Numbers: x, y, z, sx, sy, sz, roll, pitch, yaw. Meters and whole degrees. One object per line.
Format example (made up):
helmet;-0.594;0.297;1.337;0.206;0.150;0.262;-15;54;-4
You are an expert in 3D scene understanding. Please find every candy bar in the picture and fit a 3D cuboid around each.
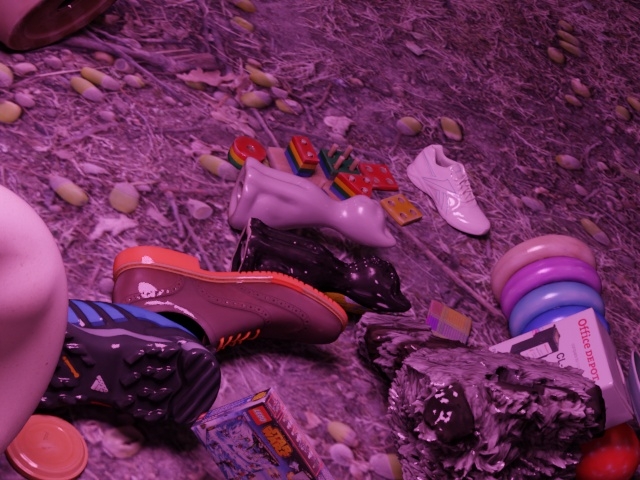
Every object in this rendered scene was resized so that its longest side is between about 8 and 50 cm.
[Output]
candy bar;0.010;0.069;1.796;0.161;0.018;0.040;13;43;-26

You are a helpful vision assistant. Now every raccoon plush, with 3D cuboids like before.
raccoon plush;0.157;0.266;1.597;0.216;0.299;0.446;5;8;-11

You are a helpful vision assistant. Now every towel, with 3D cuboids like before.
towel;0.158;0.110;1.866;0.060;0.009;0.083;29;36;-5

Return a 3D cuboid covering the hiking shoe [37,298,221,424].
hiking shoe;-0.252;0.109;1.501;0.304;0.113;0.132;19;9;-12

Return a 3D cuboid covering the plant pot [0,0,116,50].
plant pot;-0.381;-0.405;1.860;0.323;0.323;0.280;-26;80;-51

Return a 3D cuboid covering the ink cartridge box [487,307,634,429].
ink cartridge box;0.258;0.170;1.722;0.072;0.175;0.127;55;19;-36

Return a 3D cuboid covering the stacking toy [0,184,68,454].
stacking toy;-0.481;0.004;1.309;0.350;0.351;0.480;-11;38;-44

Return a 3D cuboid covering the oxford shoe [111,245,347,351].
oxford shoe;-0.100;0.088;1.642;0.271;0.097;0.098;12;54;-15

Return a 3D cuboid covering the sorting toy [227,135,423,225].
sorting toy;0.020;-0.079;1.959;0.274;0.046;0.132;6;43;-33

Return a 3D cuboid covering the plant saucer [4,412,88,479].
plant saucer;-0.263;0.198;1.436;0.083;0.013;0.083;21;36;-16

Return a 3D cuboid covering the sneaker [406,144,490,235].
sneaker;0.183;-0.069;2.060;0.152;0.061;0.053;48;36;19

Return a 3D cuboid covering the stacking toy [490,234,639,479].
stacking toy;0.309;0.155;1.833;0.141;0.141;0.330;13;44;-25

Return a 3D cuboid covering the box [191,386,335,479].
box;-0.051;0.216;1.459;0.137;0.094;0.027;58;32;-16

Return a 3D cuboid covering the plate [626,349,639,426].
plate;0.411;0.226;1.839;0.188;0.024;0.188;57;19;-31

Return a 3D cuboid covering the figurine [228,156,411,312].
figurine;0.000;0.000;1.782;0.209;0.092;0.215;13;33;-14
